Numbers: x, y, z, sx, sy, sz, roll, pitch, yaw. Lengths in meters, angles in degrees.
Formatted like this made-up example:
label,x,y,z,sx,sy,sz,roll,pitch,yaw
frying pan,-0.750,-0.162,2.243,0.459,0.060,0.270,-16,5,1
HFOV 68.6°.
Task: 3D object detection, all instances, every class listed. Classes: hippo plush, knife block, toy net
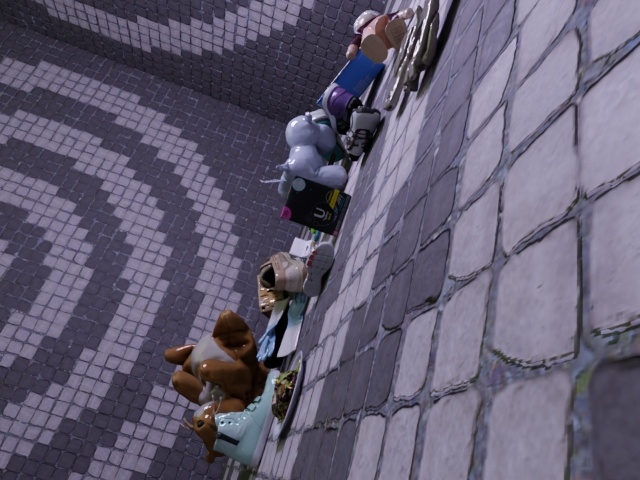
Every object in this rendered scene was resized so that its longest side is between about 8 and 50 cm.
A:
label,x,y,z,sx,sy,sz,roll,pitch,yaw
hippo plush,-0.062,-0.270,1.525,0.234,0.294,0.236,-27,61,55
knife block,-0.158,0.245,1.718,0.275,0.088,0.242,-108,4,-60
toy net,0.000,0.000,1.458,0.122,0.045,0.232,123,164,-62

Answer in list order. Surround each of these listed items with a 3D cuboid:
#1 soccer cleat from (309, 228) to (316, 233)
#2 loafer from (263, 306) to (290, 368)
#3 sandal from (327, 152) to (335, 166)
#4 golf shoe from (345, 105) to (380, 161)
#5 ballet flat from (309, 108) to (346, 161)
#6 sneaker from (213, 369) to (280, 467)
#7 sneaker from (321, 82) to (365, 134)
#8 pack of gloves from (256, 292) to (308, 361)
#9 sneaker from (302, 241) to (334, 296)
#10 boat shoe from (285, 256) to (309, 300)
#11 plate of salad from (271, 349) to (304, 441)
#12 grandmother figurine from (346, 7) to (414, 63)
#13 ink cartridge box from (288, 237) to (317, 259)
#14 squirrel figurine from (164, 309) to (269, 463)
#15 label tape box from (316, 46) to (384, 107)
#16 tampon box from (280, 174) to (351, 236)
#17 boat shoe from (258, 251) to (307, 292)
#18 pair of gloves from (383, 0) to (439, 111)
label,x,y,z,sx,sy,sz,roll,pitch,yaw
soccer cleat,-0.027,-0.078,1.932,0.179,0.060,0.072,-96,24,-72
loafer,-0.150,0.315,1.562,0.220,0.080,0.078,-70,22,11
sandal,0.045,-0.194,1.650,0.090,0.060,0.219,103,171,-81
golf shoe,0.107,-0.267,1.195,0.198,0.077,0.094,102,175,-76
ballet flat,0.005,-0.409,1.753,0.400,0.139,0.139,35,-106,-74
sneaker,-0.201,0.459,1.273,0.094,0.151,0.256,115,174,-59
sneaker,0.102,-0.386,1.496,0.107,0.124,0.283,-60,-20,4
pack of gloves,-0.122,0.245,1.404,0.195,0.046,0.232,-33,30,40
sneaker,-0.006,0.065,1.188,0.065,0.061,0.158,-67,-1,-65
boat shoe,-0.070,0.133,1.573,0.228,0.069,0.081,113,143,-52
plate of salad,-0.081,0.337,1.032,0.200,0.048,0.200,-160,90,-85
grandmother figurine,0.155,-0.574,1.281,0.342,0.208,0.104,-101,-12,-60
ink cartridge box,-0.074,0.065,1.721,0.092,0.090,0.143,-76,7,-47
squirrel figurine,-0.275,0.492,1.470,0.397,0.281,0.370,53,-170,-46
label tape box,0.102,-0.537,1.619,0.240,0.106,0.333,-50,11,14
tampon box,-0.015,-0.095,1.277,0.101,0.161,0.120,-124,53,-84
boat shoe,-0.144,0.101,1.499,0.341,0.110,0.121,179,88,-69
pair of gloves,0.179,-0.354,0.859,0.240,0.042,0.204,174,111,-86
